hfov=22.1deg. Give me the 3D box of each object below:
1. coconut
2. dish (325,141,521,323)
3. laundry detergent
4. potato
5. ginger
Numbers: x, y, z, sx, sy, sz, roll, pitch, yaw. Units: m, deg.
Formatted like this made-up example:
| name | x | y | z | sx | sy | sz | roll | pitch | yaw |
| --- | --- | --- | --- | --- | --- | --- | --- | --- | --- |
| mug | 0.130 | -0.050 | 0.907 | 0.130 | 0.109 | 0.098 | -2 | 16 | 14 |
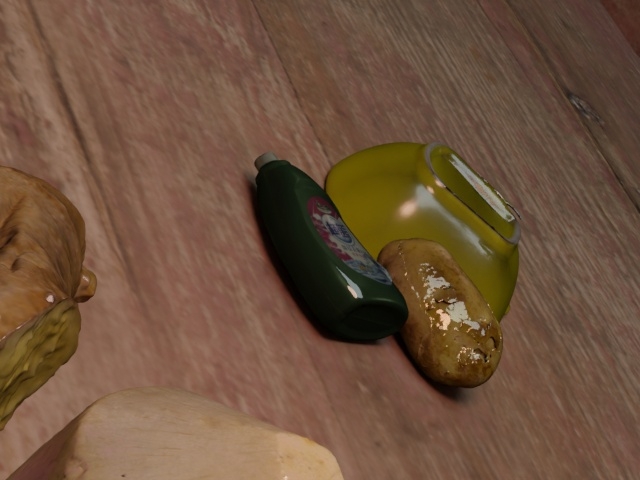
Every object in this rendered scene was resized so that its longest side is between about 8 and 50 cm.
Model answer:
| name | x | y | z | sx | sy | sz | roll | pitch | yaw |
| --- | --- | --- | --- | --- | --- | --- | --- | --- | --- |
| coconut | -0.084 | 0.189 | 0.923 | 0.197 | 0.237 | 0.237 | 22 | 33 | -44 |
| dish | 0.135 | -0.016 | 1.774 | 0.262 | 0.108 | 0.221 | 44 | 24 | -3 |
| laundry detergent | 0.000 | 0.000 | 1.583 | 0.137 | 0.063 | 0.211 | 15 | 36 | -53 |
| potato | 0.119 | 0.071 | 1.632 | 0.107 | 0.080 | 0.170 | 5 | 46 | -47 |
| ginger | -0.221 | 0.030 | 1.036 | 0.190 | 0.126 | 0.354 | 23 | 11 | -21 |
